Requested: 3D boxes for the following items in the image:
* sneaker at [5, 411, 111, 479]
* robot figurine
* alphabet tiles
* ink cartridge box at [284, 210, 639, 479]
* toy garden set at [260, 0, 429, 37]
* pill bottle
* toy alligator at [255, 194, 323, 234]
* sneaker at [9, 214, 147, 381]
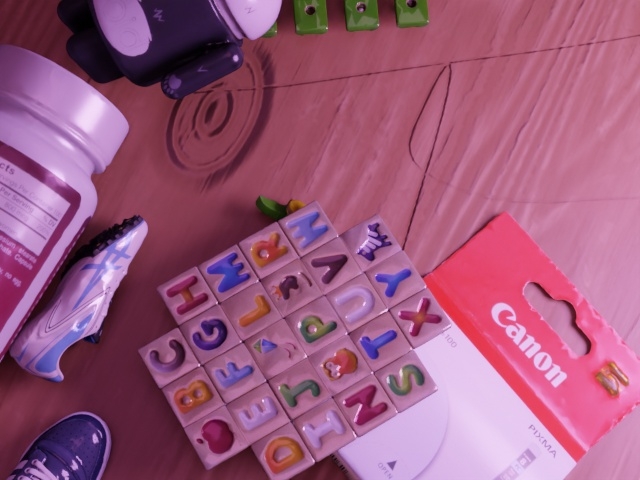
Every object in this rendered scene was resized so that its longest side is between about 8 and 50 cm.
[{"bbox_3d":[-0.352,0.311,1.588,0.099,0.153,0.282,41,77,5],"label":"sneaker"},{"bbox_3d":[-0.184,-0.297,1.720,0.278,0.173,0.209,-22,104,9],"label":"robot figurine"},{"bbox_3d":[-0.030,0.118,1.649,0.342,0.011,0.285,-29,73,-9],"label":"alphabet tiles"},{"bbox_3d":[0.194,0.184,1.689,0.385,0.091,0.308,-40,82,-10],"label":"ink cartridge box"},{"bbox_3d":[0.013,-0.372,1.831,0.244,0.049,0.204,-4,79,-4],"label":"toy garden set"},{"bbox_3d":[-0.408,-0.022,1.627,0.224,0.224,0.392,29,76,3],"label":"pill bottle"},{"bbox_3d":[0.000,0.000,1.741,0.189,0.056,0.051,39,37,5],"label":"toy alligator"},{"bbox_3d":[-0.287,0.070,1.695,0.086,0.085,0.237,43,72,-21],"label":"sneaker"}]
